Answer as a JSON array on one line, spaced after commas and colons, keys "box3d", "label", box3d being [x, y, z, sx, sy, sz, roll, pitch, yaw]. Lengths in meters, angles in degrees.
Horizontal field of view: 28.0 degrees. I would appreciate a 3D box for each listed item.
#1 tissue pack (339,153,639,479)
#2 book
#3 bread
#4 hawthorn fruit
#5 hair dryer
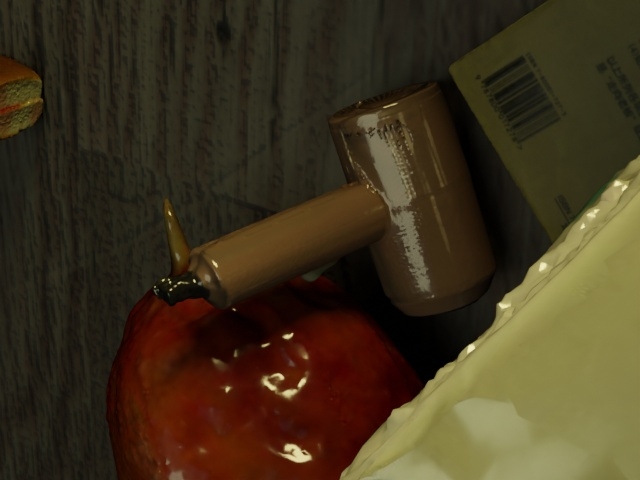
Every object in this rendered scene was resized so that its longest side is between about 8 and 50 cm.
[{"box3d": [0.239, 0.101, 0.414, 0.380, 0.207, 0.297, 42, 98, 7], "label": "tissue pack"}, {"box3d": [0.182, -0.069, 0.572, 0.231, 0.026, 0.161, -30, 91, 42], "label": "book"}, {"box3d": [-0.215, -0.096, 0.851, 0.109, 0.062, 0.043, -117, 30, -60], "label": "bread"}, {"box3d": [-0.036, 0.095, 0.703, 0.189, 0.189, 0.251, -23, 100, 41], "label": "hawthorn fruit"}, {"box3d": [0.000, 0.000, 0.643, 0.064, 0.182, 0.117, 3, 114, 62], "label": "hair dryer"}]
